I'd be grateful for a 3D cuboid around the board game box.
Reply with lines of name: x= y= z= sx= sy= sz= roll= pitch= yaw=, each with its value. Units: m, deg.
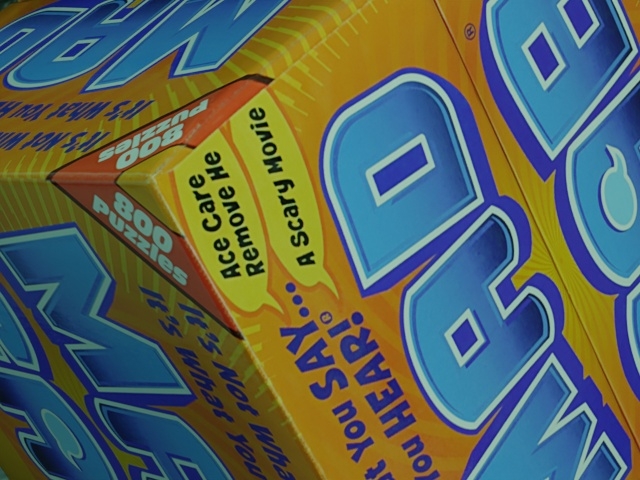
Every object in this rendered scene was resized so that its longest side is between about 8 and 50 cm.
board game box: x=0.000 y=0.000 z=0.905 sx=0.356 sy=0.356 sz=0.356 roll=5 pitch=40 yaw=49
